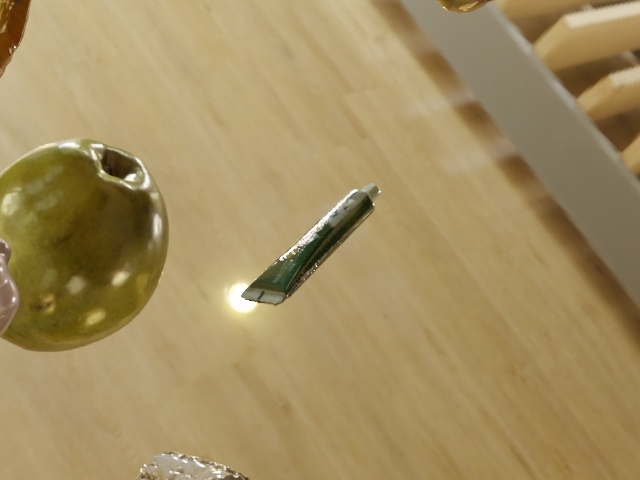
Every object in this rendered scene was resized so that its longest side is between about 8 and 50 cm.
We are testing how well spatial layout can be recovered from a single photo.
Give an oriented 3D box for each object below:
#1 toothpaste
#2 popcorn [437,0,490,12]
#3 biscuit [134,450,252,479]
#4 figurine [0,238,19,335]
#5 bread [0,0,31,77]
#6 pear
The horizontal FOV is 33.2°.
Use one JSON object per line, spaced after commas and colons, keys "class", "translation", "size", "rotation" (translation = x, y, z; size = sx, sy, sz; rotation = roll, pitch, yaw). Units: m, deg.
{"class": "toothpaste", "translation": [0.000, 0.000, 1.012], "size": [0.204, 0.049, 0.031], "rotation": [-44, -51, -41]}
{"class": "popcorn", "translation": [0.182, -0.382, 0.812], "size": [0.344, 0.390, 0.354], "rotation": [51, -173, -13]}
{"class": "biscuit", "translation": [-0.046, 0.254, 0.901], "size": [0.239, 0.108, 0.062], "rotation": [44, -117, -34]}
{"class": "figurine", "translation": [-0.369, 0.053, 1.097], "size": [0.137, 0.229, 0.112], "rotation": [-41, -74, -11]}
{"class": "bread", "translation": [-0.225, -0.178, 0.373], "size": [0.312, 0.172, 0.312], "rotation": [28, -138, -28]}
{"class": "pear", "translation": [-0.337, 0.014, 1.425], "size": [0.253, 0.307, 0.253], "rotation": [33, -164, -11]}
